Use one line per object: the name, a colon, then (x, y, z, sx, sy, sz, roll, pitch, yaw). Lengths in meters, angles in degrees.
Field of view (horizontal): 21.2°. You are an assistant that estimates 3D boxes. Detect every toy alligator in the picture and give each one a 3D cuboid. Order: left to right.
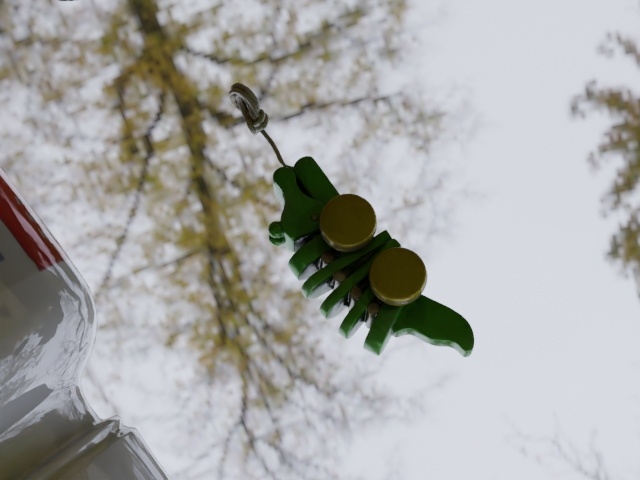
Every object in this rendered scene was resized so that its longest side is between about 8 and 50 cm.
toy alligator: (0.000, 0.000, 0.877, 0.051, 0.056, 0.190, -40, -104, -14)

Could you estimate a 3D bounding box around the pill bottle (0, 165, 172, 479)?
pill bottle: (-0.261, 0.017, 0.857, 0.229, 0.408, 0.229, -37, 180, 0)
